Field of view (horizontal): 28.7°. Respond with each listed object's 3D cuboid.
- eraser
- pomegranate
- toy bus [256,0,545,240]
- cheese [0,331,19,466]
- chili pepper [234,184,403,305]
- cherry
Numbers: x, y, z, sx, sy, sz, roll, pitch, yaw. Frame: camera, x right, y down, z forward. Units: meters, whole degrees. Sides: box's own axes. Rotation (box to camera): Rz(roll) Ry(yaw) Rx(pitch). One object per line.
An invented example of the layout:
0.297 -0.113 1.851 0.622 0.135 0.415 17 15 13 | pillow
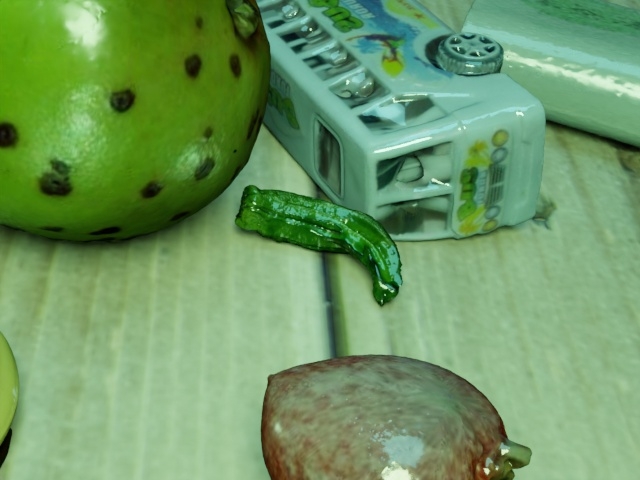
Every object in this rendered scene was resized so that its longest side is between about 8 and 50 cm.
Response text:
0.227 -0.140 1.002 0.227 0.081 0.174 17 33 10 | eraser
-0.167 -0.112 0.731 0.285 0.231 0.231 12 30 26 | pomegranate
0.023 -0.122 0.897 0.136 0.109 0.330 -17 41 -22 | toy bus
-0.175 0.096 0.563 0.086 0.036 0.162 -3 35 -18 | cheese
0.005 -0.002 0.773 0.118 0.035 0.055 31 52 13 | chili pepper
0.071 0.122 0.558 0.225 0.090 0.107 29 24 10 | cherry
